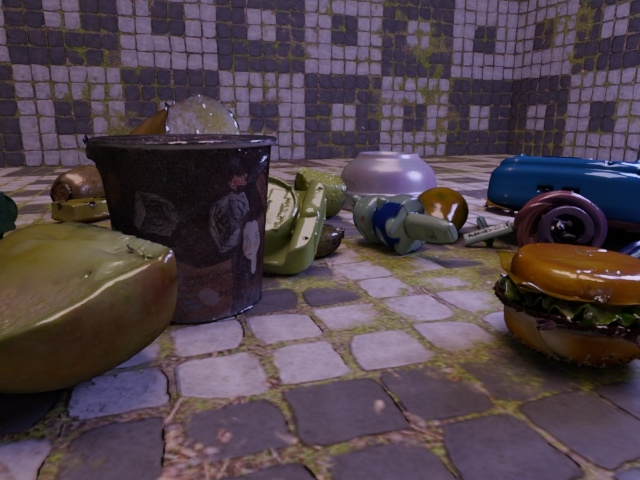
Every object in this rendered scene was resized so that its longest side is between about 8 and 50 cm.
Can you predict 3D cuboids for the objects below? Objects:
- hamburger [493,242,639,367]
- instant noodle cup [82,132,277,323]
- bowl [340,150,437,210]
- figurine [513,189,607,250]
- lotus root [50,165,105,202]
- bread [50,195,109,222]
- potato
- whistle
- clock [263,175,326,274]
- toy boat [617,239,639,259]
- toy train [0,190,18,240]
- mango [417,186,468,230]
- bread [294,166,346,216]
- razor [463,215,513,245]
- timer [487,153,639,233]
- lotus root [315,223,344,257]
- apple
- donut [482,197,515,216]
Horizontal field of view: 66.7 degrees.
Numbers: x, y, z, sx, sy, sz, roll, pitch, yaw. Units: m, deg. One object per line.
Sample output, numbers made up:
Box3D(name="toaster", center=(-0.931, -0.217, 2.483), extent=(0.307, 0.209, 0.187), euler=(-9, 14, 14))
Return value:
Box3D(name="hamburger", center=(0.253, 0.060, 0.481), extent=(0.164, 0.093, 0.189), euler=(8, 17, 21))
Box3D(name="instant noodle cup", center=(-0.159, -0.025, 0.596), extent=(0.217, 0.207, 0.217), euler=(0, 15, 0))
Box3D(name="bowl", center=(0.180, -0.164, 1.309), extent=(0.286, 0.144, 0.287), euler=(0, 13, 0))
Box3D(name="figurine", center=(0.359, -0.009, 0.773), extent=(0.114, 0.126, 0.157), euler=(-45, -2, -12))
Box3D(name="lotus root", center=(-0.599, -0.135, 1.253), extent=(0.125, 0.118, 0.221), euler=(18, 18, 3))
Box3D(name="bread", center=(-0.512, -0.081, 1.161), extent=(0.088, 0.049, 0.226), euler=(7, 15, 29))
Box3D(name="potato", center=(-0.293, -0.110, 0.929), extent=(0.237, 0.301, 0.288), euler=(-11, -19, 23))
Box3D(name="whistle", center=(0.133, -0.029, 0.851), extent=(0.092, 0.110, 0.244), euler=(-42, 32, -20))
Box3D(name="clock", center=(-0.112, -0.037, 0.759), extent=(0.231, 0.069, 0.170), euler=(8, 47, 6))
Box3D(name="toy boat", center=(0.496, 0.060, 0.553), extent=(0.291, 0.070, 0.210), euler=(17, 26, 40))
Box3D(name="toy train", center=(-0.601, -0.006, 0.691), extent=(0.221, 0.150, 0.304), euler=(-8, 13, 13))
Box3D(name="mango", center=(0.232, -0.053, 0.962), extent=(0.111, 0.090, 0.163), euler=(9, 25, 31))
Box3D(name="bread", center=(-0.006, -0.108, 1.144), extent=(0.114, 0.111, 0.129), euler=(2, 31, -11))
Box3D(name="razor", center=(0.326, -0.022, 0.963), extent=(0.084, 0.036, 0.211), euler=(-17, 4, 17))
Box3D(name="timer", center=(0.506, -0.083, 0.913), extent=(0.340, 0.115, 0.309), euler=(7, 5, -40))
Box3D(name="lotus root", center=(0.000, 0.000, 0.817), extent=(0.099, 0.049, 0.054), euler=(-17, 45, -33))
Box3D(name="apple", center=(-0.249, 0.065, 0.425), extent=(0.265, 0.120, 0.193), euler=(9, 29, 44))
Box3D(name="donut", center=(0.491, -0.107, 1.217), extent=(0.146, 0.078, 0.181), euler=(1, 12, -6))
